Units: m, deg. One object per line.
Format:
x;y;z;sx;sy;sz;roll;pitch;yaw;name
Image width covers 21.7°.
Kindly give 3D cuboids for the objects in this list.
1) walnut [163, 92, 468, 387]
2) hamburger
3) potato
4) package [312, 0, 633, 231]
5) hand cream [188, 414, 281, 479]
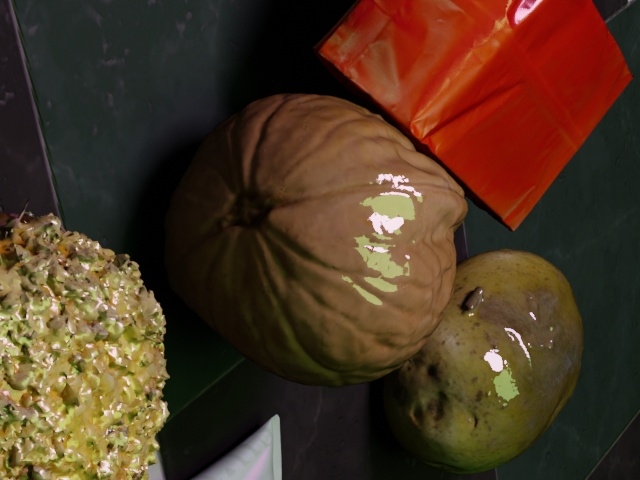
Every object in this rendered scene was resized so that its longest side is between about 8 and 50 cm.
0.000;0.000;1.226;0.228;0.228;0.228;-12;104;-57;walnut
-0.180;0.105;1.013;0.262;0.138;0.243;56;48;-44;hamburger
0.159;0.110;1.548;0.228;0.148;0.197;-9;88;-54;potato
0.143;-0.141;1.395;0.196;0.123;0.423;-50;156;1;package
-0.081;0.201;1.270;0.205;0.050;0.078;-26;116;-58;hand cream
